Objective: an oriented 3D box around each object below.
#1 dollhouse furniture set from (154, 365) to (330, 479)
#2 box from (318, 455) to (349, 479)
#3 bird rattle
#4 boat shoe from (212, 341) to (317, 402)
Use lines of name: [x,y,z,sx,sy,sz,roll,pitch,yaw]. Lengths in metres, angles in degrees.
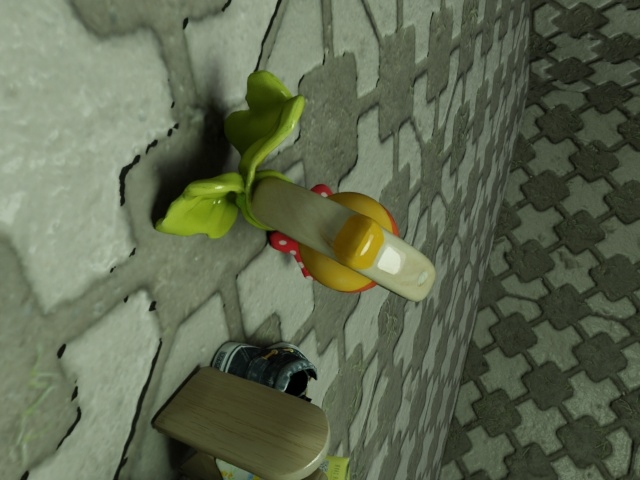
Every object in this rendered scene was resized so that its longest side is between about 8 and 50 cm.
dollhouse furniture set: [-0.057,0.377,0.372,0.394,0.256,0.362,-47,138,-45]
box: [0.013,0.443,0.790,0.087,0.058,0.232,-70,160,-60]
bird rattle: [0.000,0.000,0.436,0.143,0.207,0.253,-54,142,-7]
boat shoe: [-0.034,0.148,0.547,0.183,0.083,0.065,31,73,-64]
